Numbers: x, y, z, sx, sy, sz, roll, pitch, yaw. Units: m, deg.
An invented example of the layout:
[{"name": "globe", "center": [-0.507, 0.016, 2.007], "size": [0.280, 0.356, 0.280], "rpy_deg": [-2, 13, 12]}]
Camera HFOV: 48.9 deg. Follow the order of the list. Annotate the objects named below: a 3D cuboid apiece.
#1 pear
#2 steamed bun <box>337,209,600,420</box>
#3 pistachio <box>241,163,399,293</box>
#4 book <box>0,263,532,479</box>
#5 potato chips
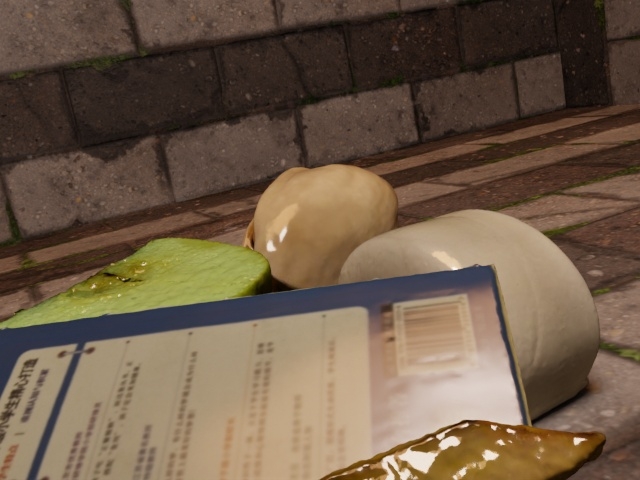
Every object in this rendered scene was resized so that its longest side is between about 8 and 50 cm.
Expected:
[{"name": "pear", "center": [-0.144, 0.111, 0.696], "size": [0.292, 0.159, 0.292], "rpy_deg": [-11, 16, 3]}, {"name": "steamed bun", "center": [0.128, 0.059, 0.668], "size": [0.146, 0.164, 0.241], "rpy_deg": [-17, 12, -30]}, {"name": "pistachio", "center": [0.000, 0.000, 1.021], "size": [0.318, 0.214, 0.193], "rpy_deg": [-41, -13, -49]}, {"name": "book", "center": [-0.086, 0.151, 0.431], "size": [0.428, 0.039, 0.300], "rpy_deg": [-8, 41, 10]}, {"name": "potato chips", "center": [-0.052, 0.176, 0.317], "size": [0.407, 0.057, 0.080], "rpy_deg": [-28, 55, -14]}]
